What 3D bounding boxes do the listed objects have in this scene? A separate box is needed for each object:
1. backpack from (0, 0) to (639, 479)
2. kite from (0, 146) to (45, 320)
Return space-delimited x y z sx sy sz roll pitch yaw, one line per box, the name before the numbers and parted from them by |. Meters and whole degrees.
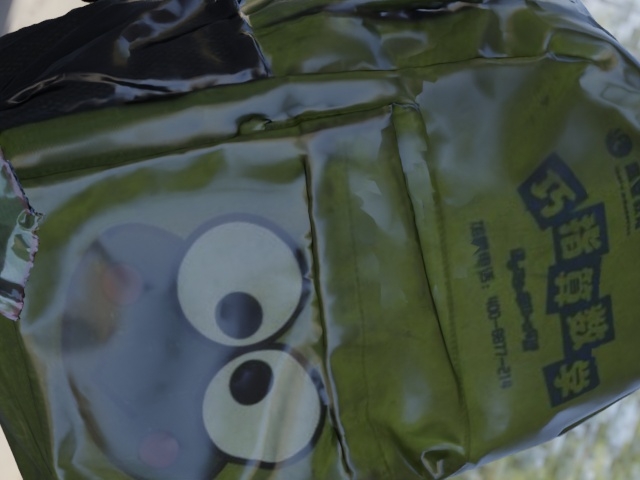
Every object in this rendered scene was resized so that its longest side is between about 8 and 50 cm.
backpack | 0.000 0.000 0.645 0.140 0.253 0.207 -110 -173 -61
kite | -0.081 -0.079 0.375 0.012 0.250 0.229 -101 180 -57
